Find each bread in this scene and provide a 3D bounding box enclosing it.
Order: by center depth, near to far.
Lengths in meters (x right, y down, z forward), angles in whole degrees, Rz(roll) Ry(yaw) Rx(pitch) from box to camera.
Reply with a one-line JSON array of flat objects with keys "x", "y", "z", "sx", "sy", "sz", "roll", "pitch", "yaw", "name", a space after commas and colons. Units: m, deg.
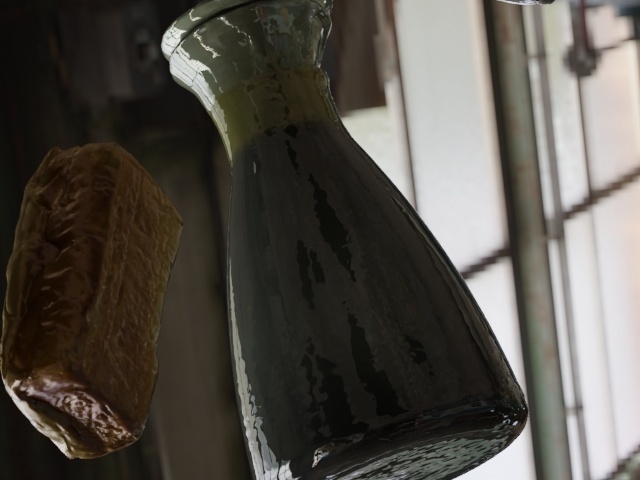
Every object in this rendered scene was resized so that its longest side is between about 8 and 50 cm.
[{"x": -0.097, "y": 0.023, "z": 0.829, "sx": 0.053, "sy": 0.074, "sz": 0.132, "roll": -15, "pitch": -129, "yaw": 24, "name": "bread"}]

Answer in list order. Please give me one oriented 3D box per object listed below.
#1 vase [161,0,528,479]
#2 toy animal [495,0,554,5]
[{"x": 0.000, "y": 0.000, "z": 1.242, "sx": 0.173, "sy": 0.321, "sz": 0.173, "roll": -17, "pitch": 160, "yaw": -6, "name": "vase"}, {"x": 0.034, "y": -0.180, "z": 0.741, "sx": 0.193, "sy": 0.127, "sz": 0.178, "roll": 32, "pitch": 178, "yaw": 8, "name": "toy animal"}]
